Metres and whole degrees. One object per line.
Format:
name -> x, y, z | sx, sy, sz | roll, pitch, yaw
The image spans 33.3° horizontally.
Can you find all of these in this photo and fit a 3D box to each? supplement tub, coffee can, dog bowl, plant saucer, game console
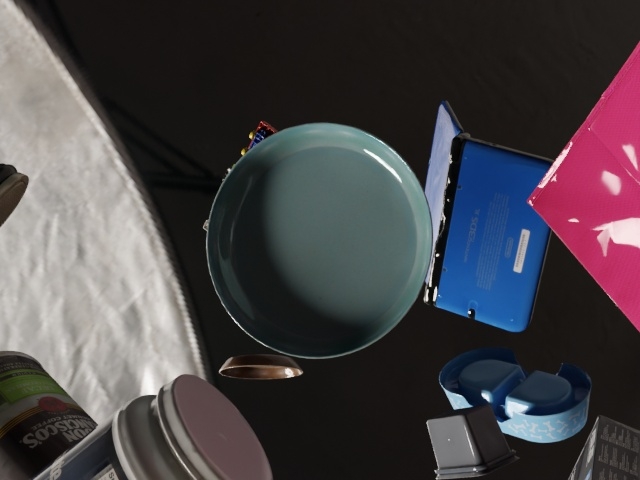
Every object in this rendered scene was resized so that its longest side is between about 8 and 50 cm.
supplement tub -> -0.209, 0.295, 1.200 | 0.272, 0.191, 0.191 | -38, 100, 11
coffee can -> -0.417, 0.313, 1.548 | 0.275, 0.201, 0.202 | 33, 125, 38
dog bowl -> 0.358, 0.284, 1.966 | 0.297, 0.166, 0.074 | 11, 125, 43
plant saucer -> 0.000, 0.000, 1.449 | 0.317, 0.043, 0.318 | -2, 85, 18
game console -> 0.257, -0.043, 1.703 | 0.250, 0.173, 0.293 | 18, 120, 20
plant saucer -> -0.119, 0.252, 2.147 | 0.168, 0.168, 0.029 | -7, 72, 19

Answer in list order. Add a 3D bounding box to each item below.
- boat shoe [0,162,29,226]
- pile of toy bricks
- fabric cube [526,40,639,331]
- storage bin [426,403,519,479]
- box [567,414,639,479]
boat shoe -> -0.352, 0.005, 0.911 | 0.233, 0.084, 0.079 | -42, 85, -15
pile of toy bricks -> -0.087, -0.080, 1.720 | 0.118, 0.105, 0.212 | 40, 116, 23
fabric cube -> 0.420, -0.055, 1.065 | 0.258, 0.254, 0.259 | 55, 143, 24
storage bin -> 0.226, 0.298, 1.611 | 0.135, 0.098, 0.091 | -25, 82, 60
box -> 0.444, 0.532, 1.814 | 0.097, 0.395, 0.318 | 22, 118, 8
